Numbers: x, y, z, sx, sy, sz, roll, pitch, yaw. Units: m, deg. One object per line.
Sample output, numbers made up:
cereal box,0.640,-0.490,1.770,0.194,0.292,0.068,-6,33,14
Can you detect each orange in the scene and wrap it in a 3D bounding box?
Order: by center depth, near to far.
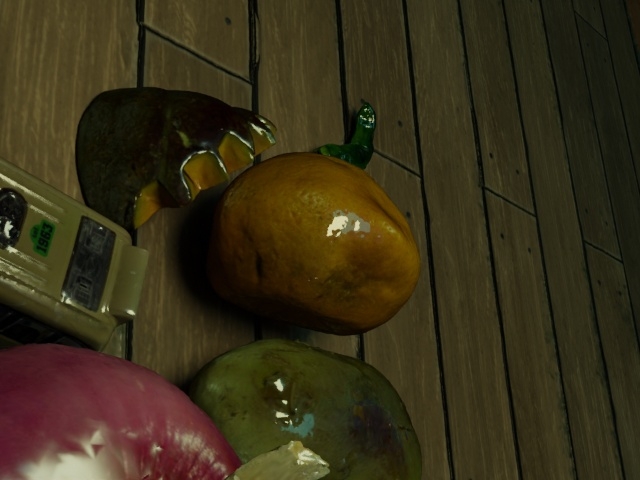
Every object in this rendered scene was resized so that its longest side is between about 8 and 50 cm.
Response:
orange,0.000,0.000,1.047,0.249,0.249,0.183,27,70,-41

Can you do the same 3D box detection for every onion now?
onion,-0.192,0.244,0.657,0.358,0.345,0.358,6,64,-13

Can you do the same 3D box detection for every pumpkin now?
pumpkin,-0.156,-0.128,1.025,0.149,0.130,0.254,59,39,-12

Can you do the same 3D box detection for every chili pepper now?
chili pepper,0.046,-0.134,1.343,0.073,0.050,0.182,52,37,-9

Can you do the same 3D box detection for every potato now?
potato,-0.011,0.207,0.998,0.307,0.173,0.210,31,52,-42

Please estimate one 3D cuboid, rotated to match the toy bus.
toy bus,-0.291,0.005,0.767,0.289,0.157,0.139,35,48,-35
